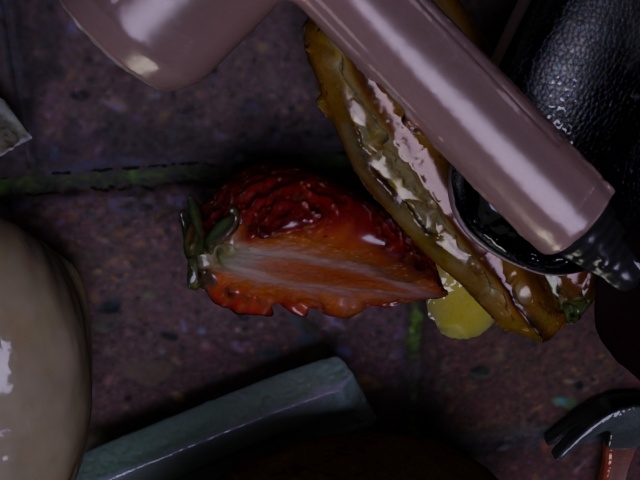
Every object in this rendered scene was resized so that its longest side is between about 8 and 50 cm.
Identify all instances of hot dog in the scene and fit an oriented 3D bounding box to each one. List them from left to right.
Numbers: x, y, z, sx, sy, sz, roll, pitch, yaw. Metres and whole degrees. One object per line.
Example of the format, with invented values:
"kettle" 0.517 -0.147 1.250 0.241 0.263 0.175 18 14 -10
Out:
"hot dog" 0.085 -0.049 0.818 0.115 0.072 0.269 -41 106 -25

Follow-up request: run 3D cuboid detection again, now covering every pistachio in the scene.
"pistachio" -0.213 0.080 0.847 0.152 0.126 0.223 -29 119 -40

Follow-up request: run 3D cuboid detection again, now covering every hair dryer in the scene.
"hair dryer" 0.038 -0.084 0.689 0.189 0.107 0.344 -44 97 12

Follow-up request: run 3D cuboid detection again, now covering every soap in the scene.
"soap" 0.124 -0.009 0.900 0.089 0.033 0.168 37 109 -15

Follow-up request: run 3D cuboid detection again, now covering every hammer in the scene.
"hammer" 0.223 0.241 1.059 0.111 0.033 0.288 -1 120 -8

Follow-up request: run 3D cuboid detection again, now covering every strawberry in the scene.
"strawberry" 0.000 0.000 0.852 0.187 0.082 0.146 14 160 -20

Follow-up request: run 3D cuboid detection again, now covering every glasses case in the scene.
"glasses case" 0.177 -0.129 0.767 0.122 0.075 0.314 26 90 -19

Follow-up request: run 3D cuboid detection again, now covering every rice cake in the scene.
"rice cake" -0.072 0.145 0.953 0.221 0.042 0.080 -21 147 4

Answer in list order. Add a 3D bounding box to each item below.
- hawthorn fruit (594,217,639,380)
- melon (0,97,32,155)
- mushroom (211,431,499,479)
"hawthorn fruit" 0.283 0.017 0.836 0.189 0.251 0.190 11 117 22
"melon" -0.288 -0.057 0.789 0.202 0.093 0.139 25 122 -15
"mushroom" -0.020 0.273 0.921 0.239 0.345 0.345 17 128 35
